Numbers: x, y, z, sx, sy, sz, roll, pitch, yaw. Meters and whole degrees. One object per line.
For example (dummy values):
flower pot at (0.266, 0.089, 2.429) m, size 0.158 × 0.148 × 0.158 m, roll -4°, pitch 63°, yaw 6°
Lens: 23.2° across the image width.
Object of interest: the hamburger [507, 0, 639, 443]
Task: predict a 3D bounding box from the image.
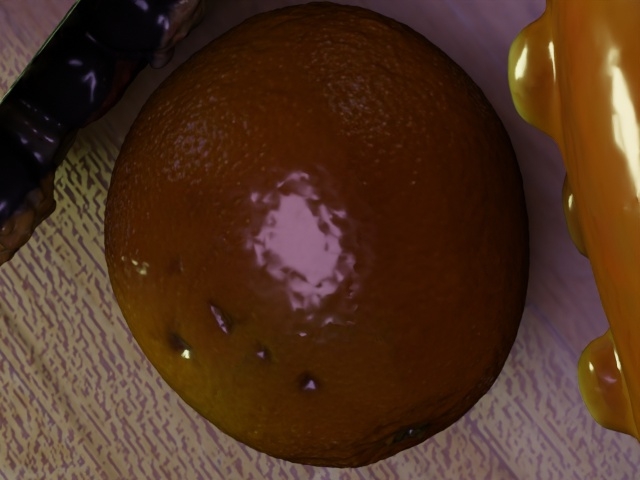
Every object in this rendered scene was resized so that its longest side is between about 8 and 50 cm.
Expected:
hamburger at (0.228, -0.011, 0.545) m, size 0.277 × 0.396 × 0.395 m, roll -16°, pitch 90°, yaw 18°

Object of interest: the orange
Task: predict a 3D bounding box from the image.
orange at (0.000, 0.000, 0.700) m, size 0.206 × 0.206 × 0.206 m, roll 2°, pitch 96°, yaw 18°

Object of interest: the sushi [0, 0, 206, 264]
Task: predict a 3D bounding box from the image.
sushi at (-0.094, -0.090, 0.707) m, size 0.050 × 0.264 × 0.290 m, roll 37°, pitch 108°, yaw -12°
